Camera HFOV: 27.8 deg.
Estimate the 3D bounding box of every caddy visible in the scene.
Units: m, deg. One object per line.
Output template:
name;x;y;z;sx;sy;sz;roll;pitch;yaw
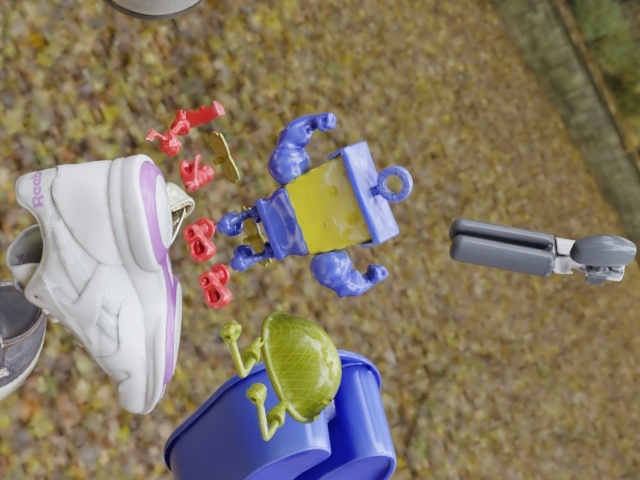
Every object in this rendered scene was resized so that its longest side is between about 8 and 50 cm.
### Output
caddy;-0.057;0.269;1.721;0.241;0.341;0.179;13;46;-38

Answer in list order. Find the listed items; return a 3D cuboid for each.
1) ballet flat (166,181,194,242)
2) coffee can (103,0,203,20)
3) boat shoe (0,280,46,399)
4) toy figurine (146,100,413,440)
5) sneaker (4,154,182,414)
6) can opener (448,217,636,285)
ballet flat;-0.277;-0.007;2.025;0.086;0.086;0.248;61;41;-21
coffee can;-0.205;-0.419;1.681;0.202;0.201;0.275;68;-15;0
boat shoe;-0.407;0.113;1.412;0.132;0.130;0.355;26;27;11
toy figurine;0.000;0.000;1.335;0.363;0.217;0.191;69;16;0
sneaker;-0.209;0.043;1.221;0.114;0.152;0.305;-92;180;-50
can opener;0.344;0.004;2.008;0.076;0.283;0.095;-86;-172;-45
